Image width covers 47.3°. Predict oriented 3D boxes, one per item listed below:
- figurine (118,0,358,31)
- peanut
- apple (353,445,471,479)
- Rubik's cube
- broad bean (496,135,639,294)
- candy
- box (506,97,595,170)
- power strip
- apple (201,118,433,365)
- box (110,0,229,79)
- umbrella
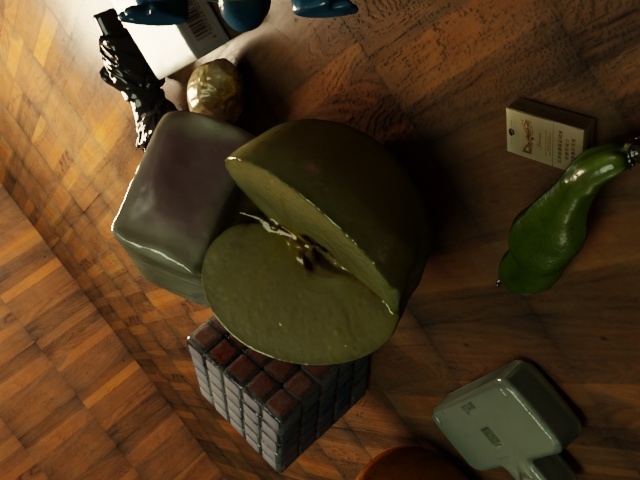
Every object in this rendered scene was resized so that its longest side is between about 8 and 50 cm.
[{"bbox_3d":[-0.070,-0.333,0.680,0.297,0.243,0.416,1,146,0],"label":"figurine"},{"bbox_3d":[-0.159,-0.195,1.092,0.087,0.087,0.207,46,154,9],"label":"peanut"},{"bbox_3d":[0.161,0.541,1.320,0.299,0.275,0.299,43,154,27],"label":"apple"},{"bbox_3d":[-0.070,0.225,1.314,0.238,0.237,0.237,38,152,24],"label":"Rubik's cube"},{"bbox_3d":[0.244,-0.011,0.722,0.098,0.056,0.318,25,153,-4],"label":"broad bean"},{"bbox_3d":[-0.193,-0.035,1.107,0.145,0.208,0.359,23,166,-1],"label":"candy"},{"bbox_3d":[0.219,-0.100,0.701,0.083,0.024,0.053,30,147,38],"label":"box"},{"bbox_3d":[0.278,0.282,1.045,0.194,0.059,0.265,51,154,9],"label":"power strip"},{"bbox_3d":[0.007,-0.005,0.916,0.257,0.233,0.295,26,129,13],"label":"apple"},{"bbox_3d":[-0.244,-0.361,1.036,0.155,0.067,0.243,-3,122,56],"label":"box"},{"bbox_3d":[-0.301,-0.252,1.226,0.110,0.122,0.272,-21,108,16],"label":"umbrella"}]
